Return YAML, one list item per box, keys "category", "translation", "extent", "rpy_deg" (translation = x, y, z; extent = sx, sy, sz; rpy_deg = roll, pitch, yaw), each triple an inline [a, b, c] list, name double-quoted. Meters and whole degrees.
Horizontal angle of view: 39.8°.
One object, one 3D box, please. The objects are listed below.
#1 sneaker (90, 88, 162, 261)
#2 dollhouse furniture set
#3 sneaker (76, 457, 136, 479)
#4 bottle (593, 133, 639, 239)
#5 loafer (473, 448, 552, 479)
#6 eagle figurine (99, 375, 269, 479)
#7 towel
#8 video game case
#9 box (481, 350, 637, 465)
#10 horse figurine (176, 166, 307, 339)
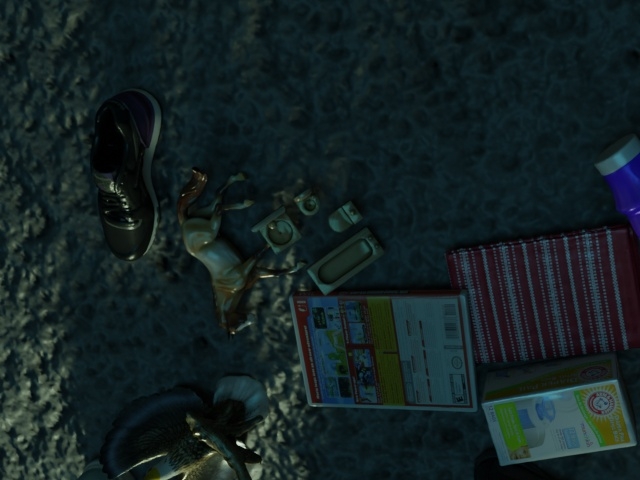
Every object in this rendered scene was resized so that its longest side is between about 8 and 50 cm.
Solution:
- category: "sneaker"
  translation: [-0.325, -0.092, 1.392]
  extent: [0.107, 0.124, 0.284]
  rpy_deg: [10, 111, 13]
- category: "dollhouse furniture set"
  translation: [0.000, 0.000, 1.307]
  extent: [0.144, 0.123, 0.151]
  rpy_deg: [-35, 93, 0]
- category: "sneaker"
  translation: [-0.340, 0.580, 1.613]
  extent: [0.135, 0.150, 0.366]
  rpy_deg: [-38, 95, 25]
- category: "bottle"
  translation: [0.481, -0.015, 1.191]
  extent: [0.092, 0.118, 0.283]
  rpy_deg: [-38, 94, 24]
- category: "loafer"
  translation: [0.378, 0.436, 1.387]
  extent: [0.302, 0.095, 0.109]
  rpy_deg: [25, 113, 7]
- category: "eagle figurine"
  translation: [-0.230, 0.364, 1.514]
  extent: [0.298, 0.225, 0.227]
  rpy_deg: [-38, 51, 52]
- category: "towel"
  translation: [0.338, 0.083, 1.314]
  extent: [0.274, 0.031, 0.199]
  rpy_deg: [-9, 108, 20]
- category: "video game case"
  translation: [0.100, 0.174, 1.401]
  extent: [0.285, 0.025, 0.204]
  rpy_deg: [-2, 111, 20]
- category: "box"
  translation: [0.357, 0.249, 1.324]
  extent: [0.203, 0.103, 0.114]
  rpy_deg: [-14, 104, 20]
- category: "horse figurine"
  translation: [-0.148, 0.007, 1.409]
  extent: [0.174, 0.066, 0.263]
  rpy_deg: [-33, 99, 17]
